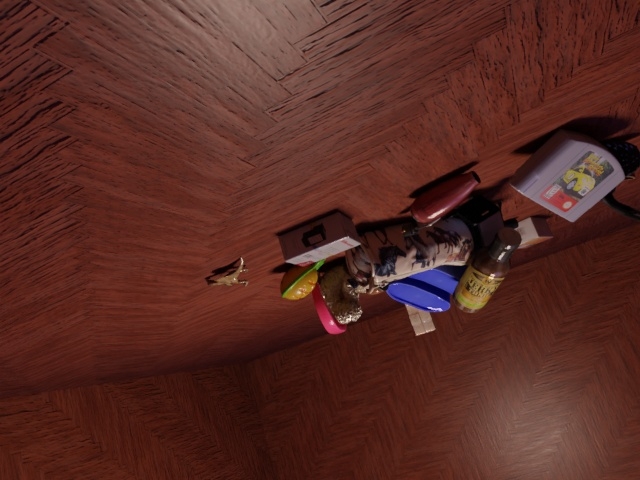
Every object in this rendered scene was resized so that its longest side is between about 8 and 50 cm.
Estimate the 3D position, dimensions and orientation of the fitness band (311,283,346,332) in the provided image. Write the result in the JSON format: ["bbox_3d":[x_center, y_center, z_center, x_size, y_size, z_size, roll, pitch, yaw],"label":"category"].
[{"bbox_3d":[0.039,0.259,2.061,0.054,0.209,0.291,-22,165,10],"label":"fitness band"}]

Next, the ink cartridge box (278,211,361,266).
[{"bbox_3d":[0.000,0.000,1.368,0.175,0.072,0.127,-22,164,16],"label":"ink cartridge box"}]

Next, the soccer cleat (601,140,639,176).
[{"bbox_3d":[0.723,-0.199,1.463,0.318,0.108,0.116,-17,-176,-9],"label":"soccer cleat"}]

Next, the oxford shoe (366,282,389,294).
[{"bbox_3d":[0.182,0.085,1.692,0.076,0.212,0.076,40,134,-18],"label":"oxford shoe"}]

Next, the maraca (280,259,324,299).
[{"bbox_3d":[-0.054,0.117,1.690,0.186,0.099,0.127,-40,174,-19],"label":"maraca"}]

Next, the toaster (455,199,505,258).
[{"bbox_3d":[0.517,-0.017,1.724,0.110,0.185,0.168,-8,170,-25],"label":"toaster"}]

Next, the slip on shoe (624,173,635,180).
[{"bbox_3d":[1.007,-0.214,1.800,0.135,0.041,0.051,-13,164,-17],"label":"slip on shoe"}]

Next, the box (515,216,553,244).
[{"bbox_3d":[0.856,-0.030,2.187,0.170,0.091,0.130,0,157,-47],"label":"box"}]

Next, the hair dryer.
[{"bbox_3d":[0.330,-0.113,1.396,0.224,0.080,0.293,-31,173,-14],"label":"hair dryer"}]

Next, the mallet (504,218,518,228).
[{"bbox_3d":[0.719,-0.041,2.109,0.062,0.039,0.189,-15,169,-9],"label":"mallet"}]

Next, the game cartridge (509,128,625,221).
[{"bbox_3d":[0.627,-0.160,1.320,0.294,0.060,0.196,18,122,-36],"label":"game cartridge"}]

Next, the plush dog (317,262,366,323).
[{"bbox_3d":[0.110,0.128,1.827,0.225,0.210,0.262,-35,-170,9],"label":"plush dog"}]

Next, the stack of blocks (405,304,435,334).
[{"bbox_3d":[0.403,0.254,2.284,0.087,0.297,0.171,-19,166,8],"label":"stack of blocks"}]

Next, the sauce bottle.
[{"bbox_3d":[0.501,0.092,1.603,0.111,0.111,0.344,-13,144,-17],"label":"sauce bottle"}]

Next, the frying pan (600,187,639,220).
[{"bbox_3d":[0.737,-0.127,1.478,0.197,0.053,0.326,-12,-154,12],"label":"frying pan"}]

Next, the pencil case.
[{"bbox_3d":[0.274,0.036,1.596,0.410,0.183,0.160,-11,163,-26],"label":"pencil case"}]

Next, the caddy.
[{"bbox_3d":[0.370,0.104,1.849,0.341,0.179,0.241,23,135,-25],"label":"caddy"}]

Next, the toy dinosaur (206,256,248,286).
[{"bbox_3d":[-0.245,0.102,1.493,0.183,0.053,0.093,-29,160,37],"label":"toy dinosaur"}]

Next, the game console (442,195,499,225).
[{"bbox_3d":[0.441,-0.076,1.553,0.122,0.107,0.071,-29,145,-31],"label":"game console"}]
